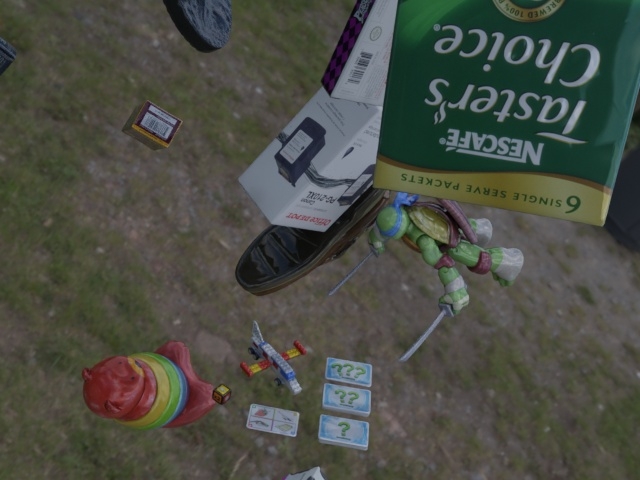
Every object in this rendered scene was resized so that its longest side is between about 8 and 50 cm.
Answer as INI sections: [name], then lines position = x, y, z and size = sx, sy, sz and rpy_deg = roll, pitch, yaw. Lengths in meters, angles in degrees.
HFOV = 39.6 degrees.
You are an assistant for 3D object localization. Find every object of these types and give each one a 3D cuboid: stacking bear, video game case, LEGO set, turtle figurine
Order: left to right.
[stacking bear]
position = -0.353, 0.287, 1.723
size = 0.175, 0.164, 0.289
rpy_deg = 53, 7, 19
[LEGO set]
position = -0.038, 0.221, 1.380
size = 0.244, 0.060, 0.182
rpy_deg = 11, 37, -1
[turtle figurine]
position = 0.170, 0.042, 1.413
size = 0.266, 0.198, 0.274
rpy_deg = 5, 89, -36
[video game case]
position = 0.136, -0.254, 1.020
size = 0.210, 0.232, 0.041
rpy_deg = 4, 39, -32

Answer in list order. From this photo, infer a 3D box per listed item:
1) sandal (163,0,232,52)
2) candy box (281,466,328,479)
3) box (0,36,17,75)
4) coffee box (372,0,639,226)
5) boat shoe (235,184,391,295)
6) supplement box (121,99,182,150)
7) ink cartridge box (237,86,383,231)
[sandal]
position = -0.135, -0.453, 1.107
size = 0.167, 0.107, 0.445
rpy_deg = 27, 58, -59
[candy box]
position = 0.006, 0.441, 1.165
size = 0.233, 0.071, 0.159
rpy_deg = 57, 35, -12
[box]
position = -0.628, -0.272, 1.406
size = 0.183, 0.233, 0.059
rpy_deg = 41, 11, -28
[coffee box]
position = 0.091, -0.103, 0.393
size = 0.113, 0.184, 0.040
rpy_deg = 11, 22, 7
[boat shoe]
position = 0.000, 0.000, 1.490
size = 0.110, 0.307, 0.104
rpy_deg = 48, -10, 32
[supplement box]
position = -0.431, -0.291, 2.264
size = 0.104, 0.080, 0.188
rpy_deg = 31, -7, -20
[ink cartridge box]
position = 0.018, -0.129, 1.339
size = 0.100, 0.237, 0.172
rpy_deg = 53, 21, 22
